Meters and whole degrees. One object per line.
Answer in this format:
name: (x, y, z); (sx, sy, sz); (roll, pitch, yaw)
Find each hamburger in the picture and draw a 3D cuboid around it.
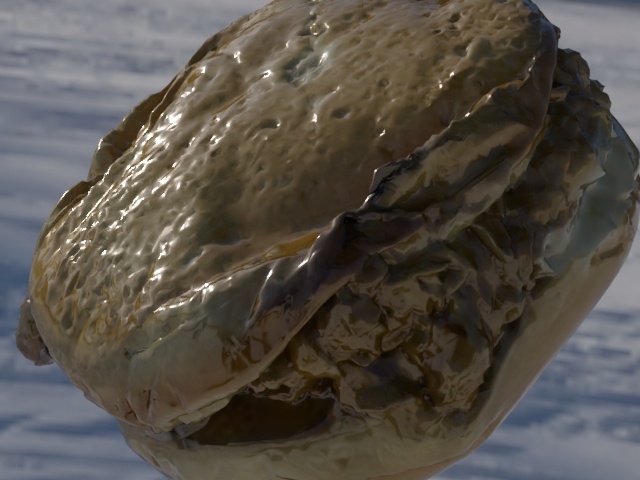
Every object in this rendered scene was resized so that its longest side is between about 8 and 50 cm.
hamburger: (0.000, 0.000, 0.482); (0.138, 0.083, 0.147); (-46, 30, -22)
